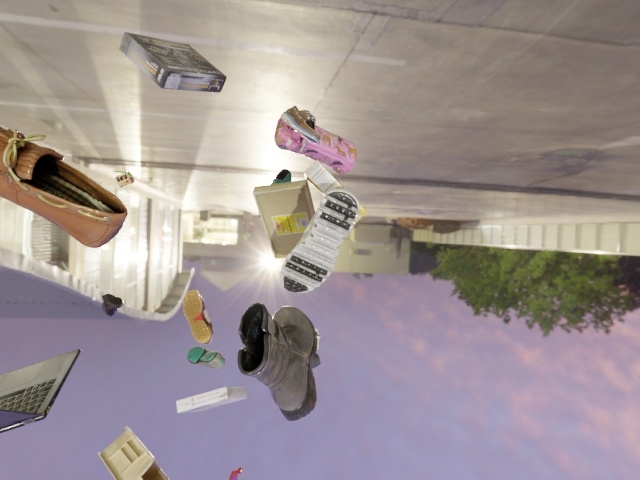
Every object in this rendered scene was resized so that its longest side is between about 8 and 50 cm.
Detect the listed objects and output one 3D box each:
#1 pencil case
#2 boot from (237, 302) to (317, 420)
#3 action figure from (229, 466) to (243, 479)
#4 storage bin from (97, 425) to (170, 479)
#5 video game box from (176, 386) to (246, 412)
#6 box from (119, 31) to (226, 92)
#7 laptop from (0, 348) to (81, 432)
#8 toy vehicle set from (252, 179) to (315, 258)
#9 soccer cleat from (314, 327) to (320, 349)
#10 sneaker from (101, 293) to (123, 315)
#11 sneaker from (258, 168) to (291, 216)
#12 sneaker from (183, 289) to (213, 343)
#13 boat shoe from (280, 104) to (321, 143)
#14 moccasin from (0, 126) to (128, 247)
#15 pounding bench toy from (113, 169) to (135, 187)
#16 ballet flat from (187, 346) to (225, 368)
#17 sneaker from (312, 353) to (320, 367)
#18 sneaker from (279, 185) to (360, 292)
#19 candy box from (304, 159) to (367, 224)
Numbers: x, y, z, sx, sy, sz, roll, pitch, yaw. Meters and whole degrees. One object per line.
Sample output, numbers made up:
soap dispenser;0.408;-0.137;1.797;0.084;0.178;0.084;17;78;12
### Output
pencil case;-0.010;-0.394;1.801;0.160;0.167;0.386;-17;160;39
boot;-0.098;0.215;1.005;0.118;0.223;0.338;-27;-149;5
action figure;-0.229;0.607;1.072;0.030;0.038;0.115;20;-144;19
storage bin;-0.612;0.829;1.517;0.260;0.262;0.123;11;-140;45
video game box;-0.388;0.576;1.580;0.187;0.048;0.205;-19;159;2
box;-0.407;-0.495;1.227;0.183;0.056;0.231;41;-150;13
laptop;-0.923;0.397;1.123;0.381;0.237;0.408;-18;-152;2
toy vehicle set;-0.095;-0.058;1.363;0.165;0.267;0.035;-6;-142;9
soccer cleat;-0.015;0.378;1.674;0.035;0.083;0.029;-12;179;31
sneaker;-0.874;0.279;1.835;0.170;0.089;0.051;14;-156;39
sneaker;-0.196;-0.191;1.768;0.083;0.224;0.098;24;179;-40
sneaker;-0.405;0.257;1.451;0.069;0.186;0.084;-17;161;-5
boat shoe;-0.050;-0.350;1.287;0.183;0.066;0.066;45;-174;34
moccasin;-0.561;-0.135;0.853;0.380;0.147;0.139;40;-146;-12
pounding bench toy;-0.882;-0.289;1.959;0.065;0.083;0.052;-21;-158;-1
ballet flat;-0.419;0.437;1.595;0.213;0.068;0.072;-8;-143;48
sneaker;-0.111;0.388;1.497;0.109;0.130;0.286;-10;177;-41
sneaker;0.000;0.000;1.024;0.110;0.292;0.118;30;-159;-8
candy box;0.039;-0.124;1.156;0.187;0.053;0.109;47;-178;-1
